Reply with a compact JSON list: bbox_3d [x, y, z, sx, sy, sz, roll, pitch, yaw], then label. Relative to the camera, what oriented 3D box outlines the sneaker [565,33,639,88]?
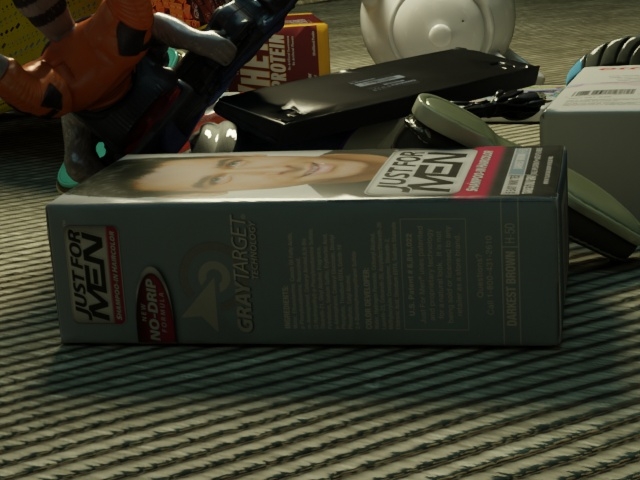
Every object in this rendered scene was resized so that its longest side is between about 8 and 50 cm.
[{"bbox_3d":[0.488,-0.192,1.785,0.340,0.125,0.139,-2,-13,16],"label":"sneaker"}]

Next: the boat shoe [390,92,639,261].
[{"bbox_3d":[0.166,-0.040,1.179,0.227,0.069,0.081,30,20,-2],"label":"boat shoe"}]

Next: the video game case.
[{"bbox_3d":[0.230,-0.191,1.959,0.212,0.023,0.193,1,15,20],"label":"video game case"}]

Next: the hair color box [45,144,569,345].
[{"bbox_3d":[0.000,0.000,1.081,0.374,0.114,0.185,-1,15,12],"label":"hair color box"}]

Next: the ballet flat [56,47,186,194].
[{"bbox_3d":[-0.212,-0.118,1.616,0.086,0.086,0.248,7,50,36],"label":"ballet flat"}]

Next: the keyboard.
[{"bbox_3d":[0.080,-0.128,1.297,0.317,0.033,0.201,-17,26,-34],"label":"keyboard"}]

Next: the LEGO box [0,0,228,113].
[{"bbox_3d":[-0.321,-0.326,1.901,0.500,0.193,0.372,-14,14,41],"label":"LEGO box"}]

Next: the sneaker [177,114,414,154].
[{"bbox_3d":[-0.024,-0.095,1.418,0.236,0.130,0.323,6,22,18],"label":"sneaker"}]

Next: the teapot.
[{"bbox_3d":[0.181,-0.320,2.077,0.256,0.253,0.187,-15,20,6],"label":"teapot"}]

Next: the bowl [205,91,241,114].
[{"bbox_3d":[-0.119,-0.137,1.715,0.170,0.080,0.170,-3,15,1],"label":"bowl"}]

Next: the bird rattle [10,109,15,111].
[{"bbox_3d":[-0.535,-0.236,2.212,0.253,0.143,0.207,1,20,-41],"label":"bird rattle"}]

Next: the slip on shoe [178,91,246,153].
[{"bbox_3d":[-0.059,-0.118,1.539,0.331,0.101,0.123,-11,-4,-26],"label":"slip on shoe"}]

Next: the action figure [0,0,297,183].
[{"bbox_3d":[-0.169,-0.191,1.272,0.178,0.341,0.330,42,-6,19],"label":"action figure"}]

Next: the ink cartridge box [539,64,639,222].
[{"bbox_3d":[0.338,-0.098,1.373,0.201,0.117,0.278,1,16,19],"label":"ink cartridge box"}]

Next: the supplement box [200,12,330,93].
[{"bbox_3d":[-0.090,-0.267,2.114,0.191,0.129,0.194,-5,14,-6],"label":"supplement box"}]
